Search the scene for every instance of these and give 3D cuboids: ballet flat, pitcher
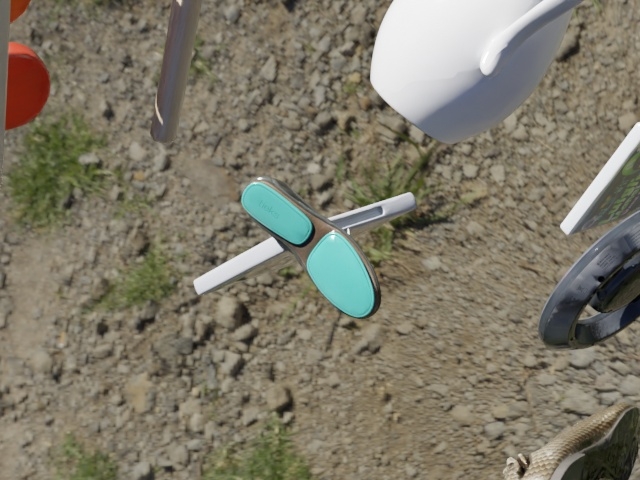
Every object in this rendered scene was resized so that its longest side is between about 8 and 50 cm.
[{"bbox_3d":[0.224,0.189,0.804,0.058,0.250,0.084,8,98,35],"label":"ballet flat"},{"bbox_3d":[0.000,0.000,1.407,0.280,0.096,0.095,47,111,10],"label":"ballet flat"},{"bbox_3d":[0.132,-0.164,0.661,0.125,0.178,0.207,32,112,-16],"label":"pitcher"}]

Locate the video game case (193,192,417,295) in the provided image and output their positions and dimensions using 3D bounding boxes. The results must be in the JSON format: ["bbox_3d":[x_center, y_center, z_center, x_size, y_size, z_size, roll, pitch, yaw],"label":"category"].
[{"bbox_3d":[-0.032,0.009,1.661,0.329,0.300,0.036,-26,84,55],"label":"video game case"}]

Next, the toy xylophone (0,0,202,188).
[{"bbox_3d":[-0.142,-0.111,0.298,0.081,0.236,0.323,46,127,32],"label":"toy xylophone"}]

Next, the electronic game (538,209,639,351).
[{"bbox_3d":[0.344,0.044,1.064,0.229,0.229,0.048,-45,57,10],"label":"electronic game"}]

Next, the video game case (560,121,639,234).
[{"bbox_3d":[0.421,-0.090,1.212,0.022,0.173,0.190,56,141,27],"label":"video game case"}]
